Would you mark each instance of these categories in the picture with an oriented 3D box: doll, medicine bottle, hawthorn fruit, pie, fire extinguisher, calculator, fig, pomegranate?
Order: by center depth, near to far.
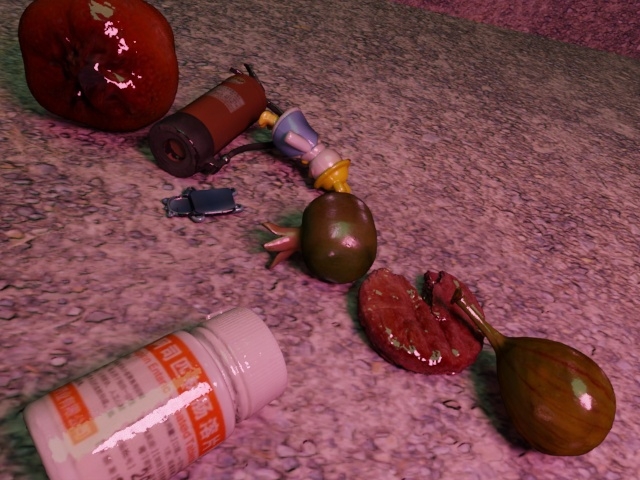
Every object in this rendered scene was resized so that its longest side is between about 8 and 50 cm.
[{"bbox_3d":[-0.170,0.181,0.504,0.252,0.145,0.144,-23,56,-38],"label":"medicine bottle"},{"bbox_3d":[0.280,0.186,0.651,0.151,0.152,0.259,-26,47,-36],"label":"fig"},{"bbox_3d":[0.164,0.123,0.735,0.218,0.054,0.205,13,43,-7],"label":"pie"},{"bbox_3d":[0.000,0.000,0.765,0.190,0.131,0.152,-10,51,4],"label":"pomegranate"},{"bbox_3d":[-0.216,-0.068,0.832,0.141,0.019,0.094,-9,48,-23],"label":"calculator"},{"bbox_3d":[-0.431,-0.368,0.895,0.294,0.295,0.311,-9,48,-25],"label":"hawthorn fruit"},{"bbox_3d":[-0.022,-0.187,0.939,0.098,0.135,0.241,-39,81,-14],"label":"doll"},{"bbox_3d":[-0.192,-0.252,0.988,0.200,0.113,0.376,55,40,-23],"label":"fire extinguisher"}]
